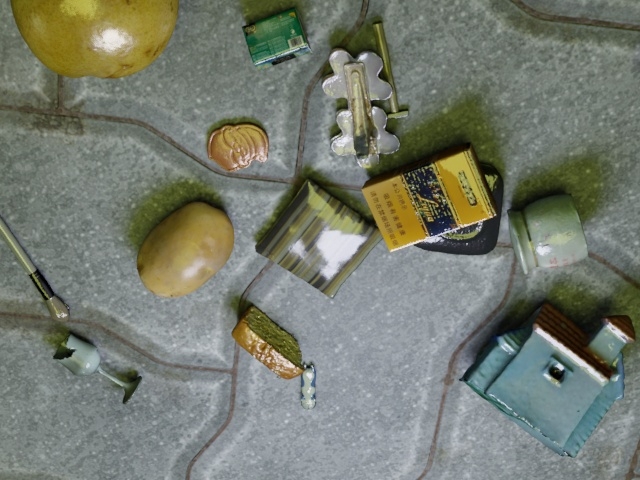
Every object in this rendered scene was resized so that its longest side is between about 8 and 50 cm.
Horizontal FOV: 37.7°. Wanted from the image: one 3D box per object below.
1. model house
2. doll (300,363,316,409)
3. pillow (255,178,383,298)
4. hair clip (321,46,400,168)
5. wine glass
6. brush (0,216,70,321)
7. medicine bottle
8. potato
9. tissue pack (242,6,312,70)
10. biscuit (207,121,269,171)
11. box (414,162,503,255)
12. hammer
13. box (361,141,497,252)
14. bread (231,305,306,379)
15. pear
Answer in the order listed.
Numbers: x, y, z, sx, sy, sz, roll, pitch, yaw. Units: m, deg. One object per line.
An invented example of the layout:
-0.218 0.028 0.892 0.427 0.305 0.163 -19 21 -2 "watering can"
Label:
0.520 0.266 2.050 0.295 0.252 0.329 37 88 8 "model house"
-0.028 0.341 2.171 0.037 0.027 0.125 3 116 7 "doll"
0.000 0.000 1.993 0.212 0.052 0.208 34 114 -12 "pillow"
0.077 -0.259 1.859 0.146 0.075 0.257 0 111 20 "hair clip"
-0.506 0.289 2.123 0.195 0.079 0.079 35 111 -16 "wine glass"
-0.631 0.056 2.037 0.042 0.039 0.299 -3 121 46 "brush"
0.464 -0.013 1.930 0.143 0.147 0.147 -17 115 10 "medicine bottle"
-0.281 0.025 1.968 0.234 0.146 0.150 -40 139 17 "potato"
-0.080 -0.384 1.799 0.111 0.079 0.085 -19 83 9 "tissue pack"
-0.170 -0.192 1.919 0.130 0.019 0.102 -11 114 6 "biscuit"
0.281 -0.065 1.963 0.201 0.042 0.212 3 116 -1 "box"
0.127 -0.334 1.851 0.062 0.013 0.199 -11 115 7 "hammer"
0.222 -0.087 1.899 0.237 0.070 0.152 -19 106 21 "box"
-0.114 0.229 2.077 0.187 0.103 0.065 37 110 -18 "bread"
-0.397 -0.441 1.651 0.314 0.314 0.314 0 116 0 "pear"
